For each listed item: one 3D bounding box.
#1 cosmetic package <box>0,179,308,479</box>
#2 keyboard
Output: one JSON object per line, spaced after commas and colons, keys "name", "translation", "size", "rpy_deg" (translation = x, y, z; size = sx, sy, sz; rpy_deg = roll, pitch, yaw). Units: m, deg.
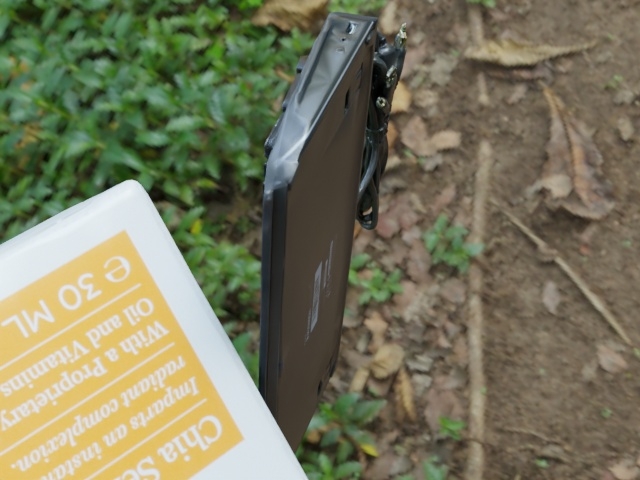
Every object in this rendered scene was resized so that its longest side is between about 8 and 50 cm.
{"name": "cosmetic package", "translation": [-0.101, 0.223, 0.613], "size": [0.230, 0.453, 0.161], "rpy_deg": [-33, 9, -24]}
{"name": "keyboard", "translation": [0.000, 0.000, 0.657], "size": [0.033, 0.317, 0.202], "rpy_deg": [20, 52, 11]}
